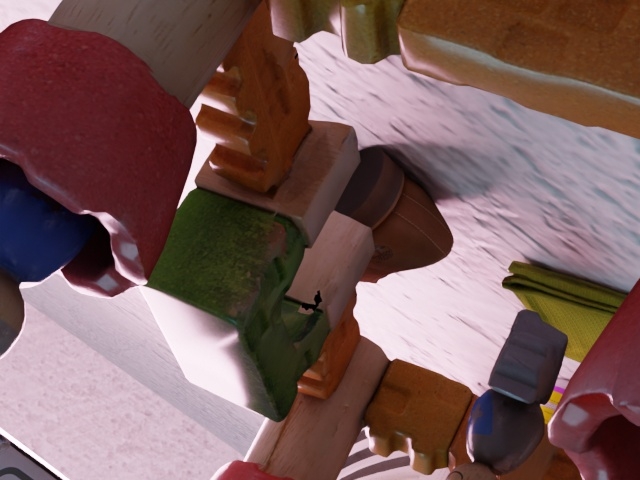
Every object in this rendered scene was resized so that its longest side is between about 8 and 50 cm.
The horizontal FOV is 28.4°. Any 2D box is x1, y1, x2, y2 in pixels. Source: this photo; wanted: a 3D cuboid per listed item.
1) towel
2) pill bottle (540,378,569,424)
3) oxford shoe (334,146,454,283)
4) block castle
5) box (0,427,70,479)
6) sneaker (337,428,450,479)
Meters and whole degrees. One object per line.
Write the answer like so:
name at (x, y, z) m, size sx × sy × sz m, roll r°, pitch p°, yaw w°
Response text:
towel at (0.205, 0.074, 0.644) m, size 0.237 × 0.021 × 0.102 m, roll 21°, pitch 158°, yaw 40°
pill bottle at (0.147, 0.134, 0.817) m, size 0.043 × 0.083 × 0.043 m, roll 31°, pitch 163°, yaw 11°
oxford shoe at (0.000, 0.000, 0.745) m, size 0.076 × 0.076 × 0.212 m, roll 36°, pitch 163°, yaw -23°
block castle at (0.050, 0.088, 0.521) m, size 0.303 × 0.212 × 0.453 m, roll 20°, pitch 154°, yaw 19°
box at (-0.111, 0.202, 0.524) m, size 0.087 × 0.169 × 0.290 m, roll 22°, pitch 158°, yaw 47°
sneaker at (0.202, 0.216, 0.897) m, size 0.448 × 0.169 × 0.257 m, roll 13°, pitch -149°, yaw -8°
